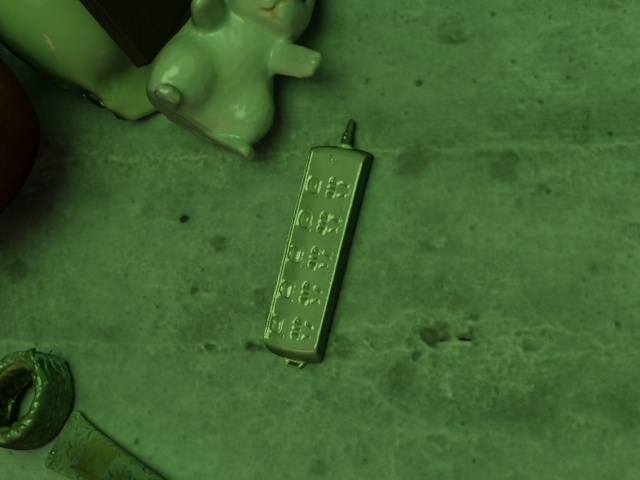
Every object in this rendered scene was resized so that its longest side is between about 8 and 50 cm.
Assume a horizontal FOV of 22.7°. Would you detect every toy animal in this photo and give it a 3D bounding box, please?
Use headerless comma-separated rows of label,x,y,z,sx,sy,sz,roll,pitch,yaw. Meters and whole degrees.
toy animal,-0.064,-0.223,1.580,0.282,0.140,0.138,-56,20,8

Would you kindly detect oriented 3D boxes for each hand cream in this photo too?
hand cream,-0.196,0.238,1.589,0.194,0.042,0.067,26,90,30

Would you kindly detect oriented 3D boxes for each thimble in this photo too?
thimble,-0.305,0.163,1.640,0.084,0.062,0.110,29,90,27

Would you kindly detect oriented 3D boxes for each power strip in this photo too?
power strip,0.000,0.000,1.565,0.060,0.027,0.253,11,83,25

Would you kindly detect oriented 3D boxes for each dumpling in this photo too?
dumpling,-0.242,-0.272,1.665,0.227,0.243,0.175,-47,41,-9

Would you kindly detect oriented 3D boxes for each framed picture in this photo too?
framed picture,-0.179,-0.277,1.616,0.023,0.128,0.168,-9,41,42

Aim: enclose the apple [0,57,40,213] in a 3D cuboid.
apple,-0.457,-0.138,1.628,0.277,0.348,0.348,-32,66,-7
